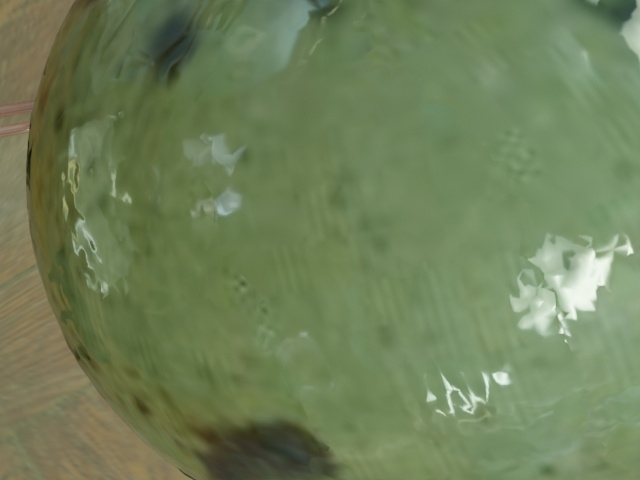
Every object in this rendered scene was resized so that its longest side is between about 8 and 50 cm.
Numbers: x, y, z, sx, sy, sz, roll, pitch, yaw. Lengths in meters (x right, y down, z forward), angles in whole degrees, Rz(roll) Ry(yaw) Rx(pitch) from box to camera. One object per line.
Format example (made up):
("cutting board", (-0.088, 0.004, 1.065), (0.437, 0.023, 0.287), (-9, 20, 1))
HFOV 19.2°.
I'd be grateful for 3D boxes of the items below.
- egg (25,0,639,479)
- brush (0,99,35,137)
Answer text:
("egg", (0.060, -0.029, 0.884), (0.345, 0.428, 0.345), (0, 89, -48))
("brush", (-0.319, -0.090, 1.593), (0.233, 0.103, 0.047), (-6, 116, 19))
